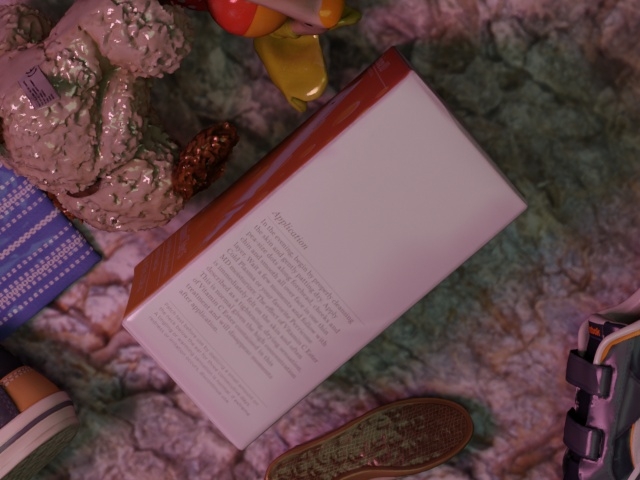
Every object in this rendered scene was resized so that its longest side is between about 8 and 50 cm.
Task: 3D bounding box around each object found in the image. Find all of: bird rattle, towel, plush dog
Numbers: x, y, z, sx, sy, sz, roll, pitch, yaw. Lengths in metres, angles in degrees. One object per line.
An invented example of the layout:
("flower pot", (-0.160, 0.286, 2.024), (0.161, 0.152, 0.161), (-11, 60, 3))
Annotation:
("bird rattle", (-0.077, -0.235, 1.727), (0.253, 0.207, 0.143), (26, 82, -17))
("towel", (-0.410, -0.031, 1.818), (0.243, 0.040, 0.336), (-38, 110, 4))
("plush dog", (-0.209, -0.091, 1.725), (0.225, 0.262, 0.210), (44, 55, -35))

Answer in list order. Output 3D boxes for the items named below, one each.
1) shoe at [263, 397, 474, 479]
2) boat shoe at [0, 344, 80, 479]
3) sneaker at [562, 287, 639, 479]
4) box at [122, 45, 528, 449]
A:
("shoe", (0.047, 0.211, 1.899), (0.219, 0.058, 0.076), (-17, 82, -3))
("boat shoe", (-0.462, 0.274, 1.797), (0.500, 0.187, 0.156), (-40, 83, -1))
("sneaker", (0.293, 0.153, 1.859), (0.127, 0.126, 0.321), (31, 89, -13))
("box", (0.000, 0.000, 1.764), (0.345, 0.215, 0.168), (-40, 101, 6))
